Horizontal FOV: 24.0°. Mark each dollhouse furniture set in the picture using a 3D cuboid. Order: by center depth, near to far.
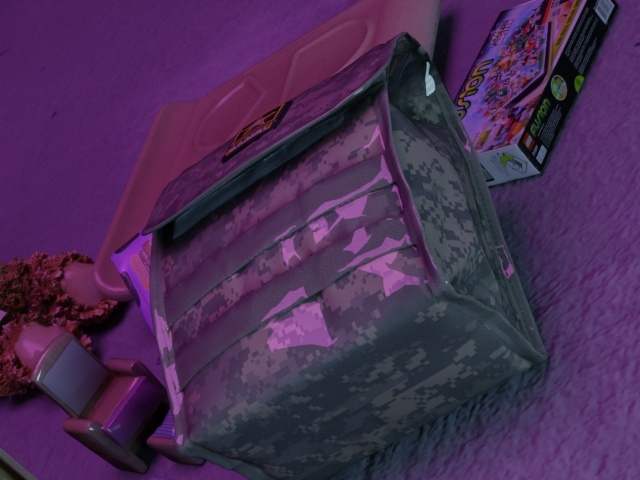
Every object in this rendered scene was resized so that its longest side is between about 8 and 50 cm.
[{"bbox_3d":[-0.185,0.184,1.123,0.303,0.198,0.286,-3,47,53],"label":"dollhouse furniture set"}]

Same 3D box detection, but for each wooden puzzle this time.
[{"bbox_3d":[-0.038,-0.091,1.481,0.348,0.080,0.322,-23,32,27],"label":"wooden puzzle"}]

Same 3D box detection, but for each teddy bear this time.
[{"bbox_3d":[-0.344,0.106,1.604,0.338,0.113,0.245,-21,40,24],"label":"teddy bear"}]

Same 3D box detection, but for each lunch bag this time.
[{"bbox_3d":[0.000,0.000,1.092,0.235,0.169,0.287,-32,49,21],"label":"lunch bag"}]

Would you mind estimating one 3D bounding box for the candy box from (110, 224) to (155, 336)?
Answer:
[{"bbox_3d":[-0.054,0.020,1.254,0.196,0.070,0.165,-39,57,9],"label":"candy box"}]

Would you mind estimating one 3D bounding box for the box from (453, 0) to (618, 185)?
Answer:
[{"bbox_3d":[0.169,-0.130,1.281,0.114,0.036,0.207,-14,38,46],"label":"box"}]
